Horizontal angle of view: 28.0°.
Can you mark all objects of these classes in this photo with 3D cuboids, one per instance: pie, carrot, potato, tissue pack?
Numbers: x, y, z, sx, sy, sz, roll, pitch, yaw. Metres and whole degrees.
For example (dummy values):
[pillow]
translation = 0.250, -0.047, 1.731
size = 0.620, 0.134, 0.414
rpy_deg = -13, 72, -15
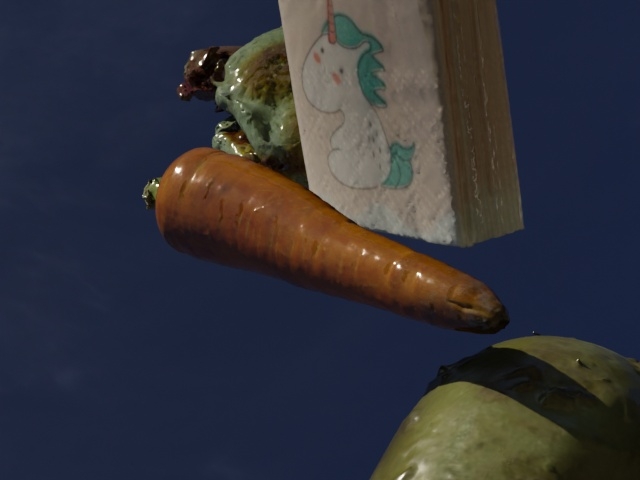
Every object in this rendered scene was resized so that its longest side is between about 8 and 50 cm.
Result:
[pie]
translation = 0.023, -0.140, 1.225
size = 0.274, 0.257, 0.105
rpy_deg = -26, -44, -15
[carrot]
translation = 0.000, 0.000, 0.638
size = 0.061, 0.256, 0.061
rpy_deg = -17, -65, -42
[potato]
translation = 0.091, 0.176, 0.588
size = 0.307, 0.173, 0.210
rpy_deg = -60, -24, -44
[tissue pack]
translation = 0.041, -0.164, 0.856
size = 0.071, 0.170, 0.325
rpy_deg = -19, -72, -34
